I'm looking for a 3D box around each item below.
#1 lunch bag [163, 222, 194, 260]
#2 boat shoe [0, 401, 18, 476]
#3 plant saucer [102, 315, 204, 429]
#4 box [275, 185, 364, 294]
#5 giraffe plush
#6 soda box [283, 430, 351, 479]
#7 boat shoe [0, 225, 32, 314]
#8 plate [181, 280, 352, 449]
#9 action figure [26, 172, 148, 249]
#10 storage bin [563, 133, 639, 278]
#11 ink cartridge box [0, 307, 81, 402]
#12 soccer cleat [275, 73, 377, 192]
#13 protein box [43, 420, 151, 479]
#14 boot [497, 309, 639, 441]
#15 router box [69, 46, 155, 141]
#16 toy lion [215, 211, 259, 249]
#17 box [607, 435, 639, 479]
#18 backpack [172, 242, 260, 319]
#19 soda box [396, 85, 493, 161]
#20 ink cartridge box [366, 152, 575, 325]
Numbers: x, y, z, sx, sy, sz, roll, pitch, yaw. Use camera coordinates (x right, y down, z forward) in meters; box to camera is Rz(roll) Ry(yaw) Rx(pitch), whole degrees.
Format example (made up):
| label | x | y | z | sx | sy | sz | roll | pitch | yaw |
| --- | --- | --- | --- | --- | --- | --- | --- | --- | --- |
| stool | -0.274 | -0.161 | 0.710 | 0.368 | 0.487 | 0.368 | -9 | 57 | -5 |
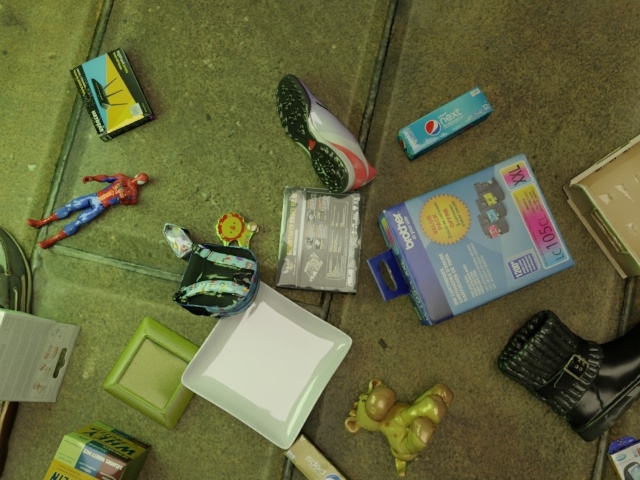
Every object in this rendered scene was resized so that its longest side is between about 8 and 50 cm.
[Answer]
| label | x | y | z | sx | sy | sz | roll | pitch | yaw |
| --- | --- | --- | --- | --- | --- | --- | --- | --- | --- |
| lunch bag | -0.312 | -0.002 | 1.503 | 0.053 | 0.071 | 0.083 | -37 | 83 | -7 |
| boat shoe | -0.705 | 0.412 | 1.447 | 0.073 | 0.073 | 0.207 | 13 | 83 | -1 |
| plant saucer | -0.359 | 0.290 | 1.479 | 0.188 | 0.045 | 0.188 | 30 | 84 | 4 |
| box | 0.000 | 0.000 | 1.512 | 0.183 | 0.056 | 0.231 | 4 | 82 | 1 |
| giraffe plush | 0.156 | 0.371 | 1.431 | 0.170 | 0.181 | 0.210 | 32 | 118 | 14 |
| soda box | 0.005 | 0.495 | 1.445 | 0.058 | 0.061 | 0.181 | -44 | 85 | -6 |
| boat shoe | -0.700 | 0.126 | 1.455 | 0.132 | 0.130 | 0.355 | -16 | 83 | -2 |
| plate | -0.115 | 0.262 | 1.471 | 0.278 | 0.045 | 0.277 | 31 | 77 | 4 |
| action figure | -0.512 | -0.083 | 1.485 | 0.280 | 0.139 | 0.091 | -29 | 85 | -6 |
| storage bin | 0.726 | -0.091 | 1.494 | 0.262 | 0.123 | 0.260 | -33 | 84 | -4 |
| ink cartridge box | -0.621 | 0.243 | 1.409 | 0.056 | 0.224 | 0.181 | 14 | 82 | 23 |
| soccer cleat | 0.007 | -0.245 | 1.533 | 0.116 | 0.108 | 0.318 | -15 | 65 | -41 |
| protein box | -0.468 | 0.498 | 1.372 | 0.136 | 0.201 | 0.200 | 24 | 83 | 3 |
| boot | 0.580 | 0.226 | 1.448 | 0.260 | 0.131 | 0.348 | 44 | 85 | 5 |
| router box | -0.480 | -0.337 | 1.559 | 0.133 | 0.046 | 0.179 | -26 | 83 | -4 |
| toy lion | -0.193 | -0.013 | 1.528 | 0.096 | 0.034 | 0.100 | 12 | 83 | 8 |
| box | 0.684 | 0.498 | 1.465 | 0.081 | 0.028 | 0.136 | -23 | 85 | -3 |
| backpack | -0.201 | 0.089 | 1.431 | 0.173 | 0.117 | 0.158 | 2 | 62 | 27 |
| soda box | 0.282 | -0.264 | 1.540 | 0.210 | 0.071 | 0.067 | -29 | 83 | -4 |
| ink cartridge box | 0.299 | 0.015 | 1.468 | 0.395 | 0.151 | 0.270 | -23 | 83 | -2 |
